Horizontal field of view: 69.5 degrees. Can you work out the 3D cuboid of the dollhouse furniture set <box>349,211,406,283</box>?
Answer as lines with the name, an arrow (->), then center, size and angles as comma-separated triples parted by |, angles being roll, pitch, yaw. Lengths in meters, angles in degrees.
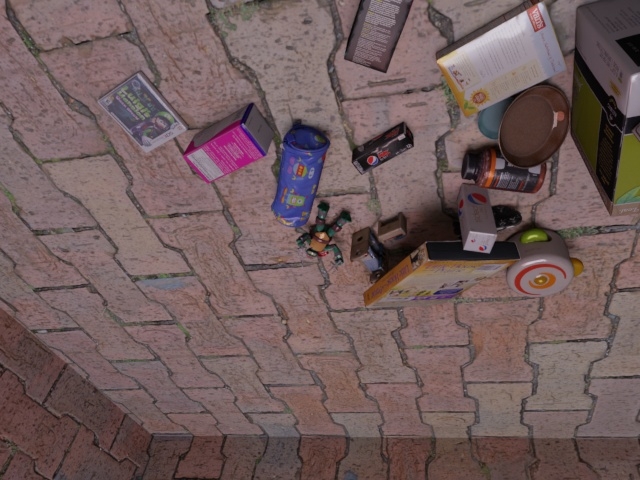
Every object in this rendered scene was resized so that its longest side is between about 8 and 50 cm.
dollhouse furniture set -> 0.206, 0.028, 1.460 | 0.183, 0.129, 0.129 | -24, 126, 30

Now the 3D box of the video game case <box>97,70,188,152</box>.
video game case -> -0.494, -0.352, 1.289 | 0.173, 0.022, 0.190 | -20, 128, 26

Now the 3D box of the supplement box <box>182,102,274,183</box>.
supplement box -> -0.252, -0.263, 1.270 | 0.219, 0.111, 0.114 | -18, 129, 26

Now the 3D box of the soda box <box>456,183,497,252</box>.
soda box -> 0.425, -0.066, 1.266 | 0.073, 0.216, 0.069 | 7, 132, 4

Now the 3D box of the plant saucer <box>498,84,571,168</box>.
plant saucer -> 0.514, -0.277, 1.127 | 0.198, 0.036, 0.199 | -6, 115, -13

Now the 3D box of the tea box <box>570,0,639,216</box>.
tea box -> 0.666, -0.282, 0.932 | 0.219, 0.329, 0.324 | -7, 133, 16

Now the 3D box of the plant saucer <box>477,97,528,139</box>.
plant saucer -> 0.456, -0.309, 1.160 | 0.119, 0.021, 0.120 | 5, 135, 5

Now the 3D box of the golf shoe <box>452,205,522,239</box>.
golf shoe -> 0.503, -0.044, 1.386 | 0.198, 0.077, 0.094 | -8, 143, 27

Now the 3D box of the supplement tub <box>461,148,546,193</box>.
supplement tub -> 0.479, -0.185, 1.219 | 0.197, 0.106, 0.106 | 7, 135, 3

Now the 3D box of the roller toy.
roller toy -> 0.663, 0.077, 1.413 | 0.209, 0.146, 0.191 | 25, 134, -15

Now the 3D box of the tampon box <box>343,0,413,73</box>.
tampon box -> 0.125, -0.471, 0.991 | 0.101, 0.121, 0.161 | 16, 135, -5

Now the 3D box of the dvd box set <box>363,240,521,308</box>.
dvd box set -> 0.350, 0.114, 1.419 | 0.307, 0.062, 0.420 | -1, 155, -19

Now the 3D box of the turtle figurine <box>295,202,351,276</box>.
turtle figurine -> 0.000, 0.000, 1.481 | 0.175, 0.118, 0.234 | 13, 121, -23

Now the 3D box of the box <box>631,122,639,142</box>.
box -> 0.662, -0.226, 0.695 | 0.169, 0.087, 0.290 | 21, 131, -10

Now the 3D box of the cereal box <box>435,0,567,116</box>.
cereal box -> 0.409, -0.409, 1.052 | 0.240, 0.047, 0.173 | -22, 127, 28

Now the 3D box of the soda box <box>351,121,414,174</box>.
soda box -> 0.166, -0.247, 1.246 | 0.168, 0.060, 0.053 | -25, 126, 29

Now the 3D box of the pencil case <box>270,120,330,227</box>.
pencil case -> -0.065, -0.177, 1.313 | 0.132, 0.120, 0.306 | 2, 136, -14
